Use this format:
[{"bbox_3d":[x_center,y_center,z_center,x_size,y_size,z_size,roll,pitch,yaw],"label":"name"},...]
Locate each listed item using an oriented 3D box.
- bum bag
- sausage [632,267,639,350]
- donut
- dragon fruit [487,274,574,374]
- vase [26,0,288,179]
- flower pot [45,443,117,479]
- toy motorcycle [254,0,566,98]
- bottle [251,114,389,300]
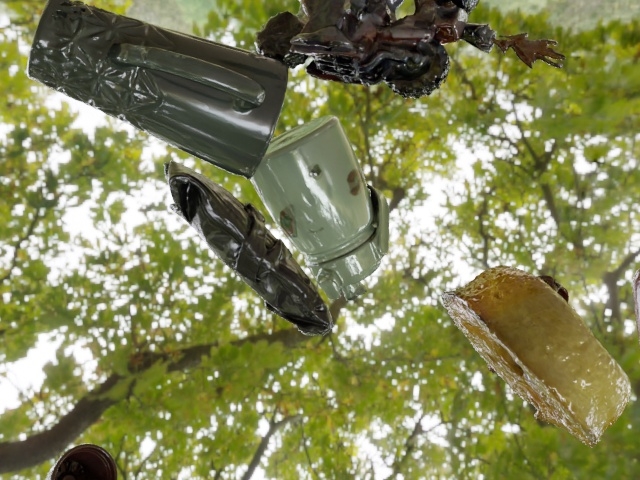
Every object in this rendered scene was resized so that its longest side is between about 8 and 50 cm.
[{"bbox_3d":[-0.103,0.010,0.978,0.095,0.340,0.144,-46,-164,-3],"label":"bum bag"},{"bbox_3d":[0.408,0.117,0.775,0.076,0.198,0.076,4,157,2],"label":"sausage"},{"bbox_3d":[0.192,0.092,0.591,0.074,0.174,0.190,-39,174,-2],"label":"donut"},{"bbox_3d":[0.494,0.217,1.622,0.250,0.251,0.315,8,157,20],"label":"dragon fruit"},{"bbox_3d":[-0.181,-0.189,0.800,0.300,0.156,0.251,18,177,-19],"label":"vase"},{"bbox_3d":[-0.394,0.385,1.072,0.089,0.111,0.111,-24,176,43],"label":"flower pot"},{"bbox_3d":[0.110,-0.284,0.871,0.400,0.207,0.134,20,171,27],"label":"toy motorcycle"},{"bbox_3d":[0.020,-0.058,1.346,0.229,0.352,0.229,-26,-164,8],"label":"bottle"}]
